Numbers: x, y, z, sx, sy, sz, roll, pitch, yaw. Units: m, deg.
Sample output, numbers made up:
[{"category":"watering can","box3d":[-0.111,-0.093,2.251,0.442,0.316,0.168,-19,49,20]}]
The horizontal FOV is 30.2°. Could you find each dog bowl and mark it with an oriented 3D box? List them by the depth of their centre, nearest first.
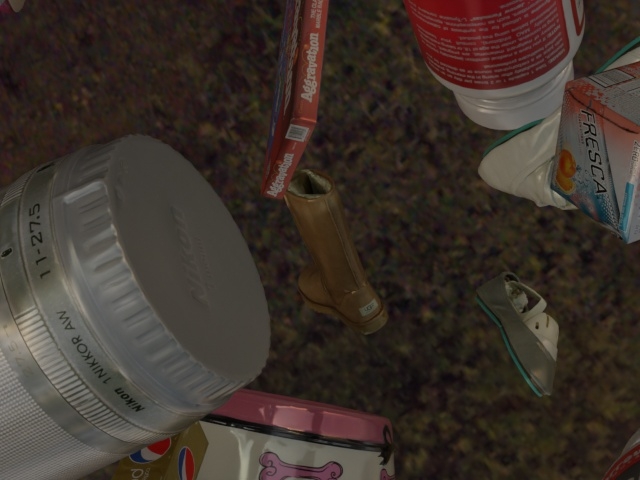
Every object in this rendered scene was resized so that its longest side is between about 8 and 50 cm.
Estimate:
[{"category":"dog bowl","box3d":[-0.073,0.303,1.749,0.408,0.408,0.150,17,80,-41]}]

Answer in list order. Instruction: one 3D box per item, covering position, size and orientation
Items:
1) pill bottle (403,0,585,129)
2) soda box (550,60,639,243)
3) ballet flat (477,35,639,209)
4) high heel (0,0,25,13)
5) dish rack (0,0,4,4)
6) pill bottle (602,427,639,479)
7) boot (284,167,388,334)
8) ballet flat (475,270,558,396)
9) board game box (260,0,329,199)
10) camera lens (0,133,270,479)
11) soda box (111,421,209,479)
[{"category":"pill bottle","box3d":[0.222,-0.334,1.551,0.229,0.229,0.407,-31,143,-2]},{"category":"soda box","box3d":[0.203,-0.060,0.584,0.183,0.058,0.063,-18,129,-24]},{"category":"ballet flat","box3d":[0.313,-0.108,1.389,0.139,0.139,0.400,-6,164,-27]},{"category":"high heel","box3d":[-0.478,-0.449,1.449,0.181,0.127,0.377,0,126,11]},{"category":"dish rack","box3d":[-0.334,-0.261,0.927,0.333,0.072,0.285,-50,144,4]},{"category":"pill bottle","box3d":[0.348,0.293,1.077,0.210,0.210,0.363,-50,175,19]},{"category":"boot","box3d":[0.000,0.000,1.894,0.089,0.236,0.269,-37,122,-20]},{"category":"ballet flat","box3d":[0.238,0.098,1.372,0.068,0.213,0.072,-38,117,8]},{"category":"board game box","box3d":[-0.021,-0.198,1.214,0.027,0.281,0.145,12,149,-11]},{"category":"camera lens","box3d":[-0.204,0.069,0.885,0.274,0.219,0.219,-27,141,19]},{"category":"soda box","box3d":[-0.169,0.248,1.181,0.061,0.181,0.058,-7,124,17]}]
